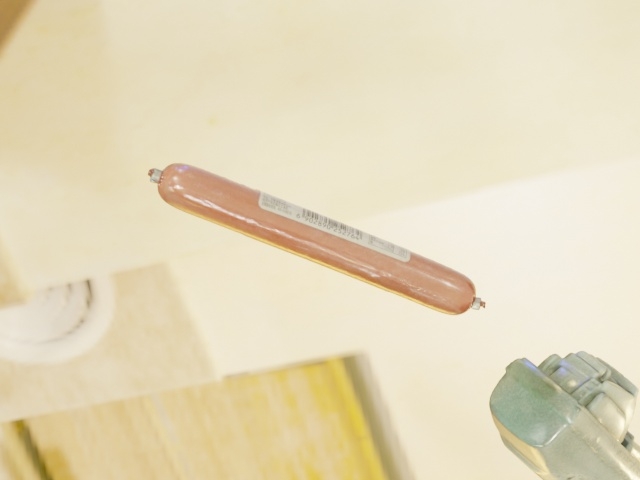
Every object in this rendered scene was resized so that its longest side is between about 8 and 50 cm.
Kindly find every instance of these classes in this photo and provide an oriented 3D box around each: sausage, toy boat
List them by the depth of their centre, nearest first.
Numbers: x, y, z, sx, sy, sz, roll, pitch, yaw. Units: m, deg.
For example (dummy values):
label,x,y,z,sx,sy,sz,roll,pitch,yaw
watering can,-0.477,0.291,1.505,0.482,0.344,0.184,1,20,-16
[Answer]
label,x,y,z,sx,sy,sz,roll,pitch,yaw
sausage,0.000,0.000,0.921,0.029,0.223,0.029,-158,-90,-80
toy boat,0.186,0.136,1.021,0.078,0.085,0.260,41,-1,33
